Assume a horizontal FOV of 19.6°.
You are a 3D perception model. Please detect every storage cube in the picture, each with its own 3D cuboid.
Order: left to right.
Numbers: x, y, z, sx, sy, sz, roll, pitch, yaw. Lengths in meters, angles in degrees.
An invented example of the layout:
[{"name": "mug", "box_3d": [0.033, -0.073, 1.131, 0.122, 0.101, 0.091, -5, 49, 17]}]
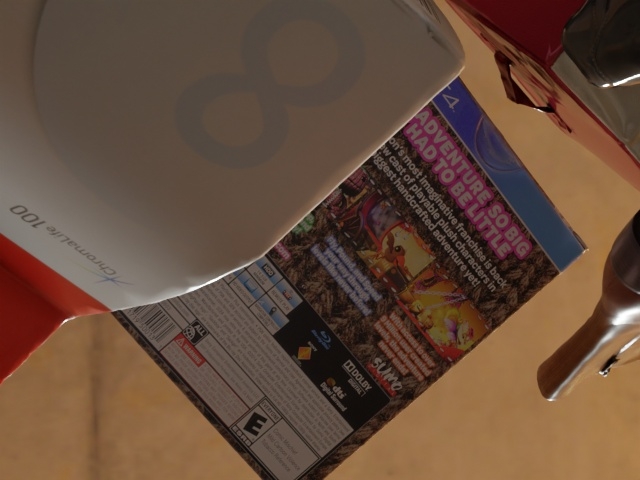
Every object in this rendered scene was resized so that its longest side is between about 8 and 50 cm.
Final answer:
[{"name": "storage cube", "box_3d": [0.235, -0.158, 1.317, 0.215, 0.193, 0.183, -45, -61, 3]}]

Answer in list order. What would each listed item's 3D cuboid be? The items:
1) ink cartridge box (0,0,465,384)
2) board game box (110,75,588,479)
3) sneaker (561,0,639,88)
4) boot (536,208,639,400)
[{"name": "ink cartridge box", "box_3d": [-0.174, -0.056, 0.841, 0.385, 0.091, 0.308, -44, -55, 12]}, {"name": "board game box", "box_3d": [0.000, 0.000, 1.343, 0.291, 0.141, 0.232, -40, -64, -3]}, {"name": "sneaker", "box_3d": [0.199, -0.191, 1.015, 0.109, 0.130, 0.286, 50, -138, -22]}, {"name": "boot", "box_3d": [0.340, 0.041, 1.604, 0.264, 0.280, 0.096, -24, -114, -21]}]
